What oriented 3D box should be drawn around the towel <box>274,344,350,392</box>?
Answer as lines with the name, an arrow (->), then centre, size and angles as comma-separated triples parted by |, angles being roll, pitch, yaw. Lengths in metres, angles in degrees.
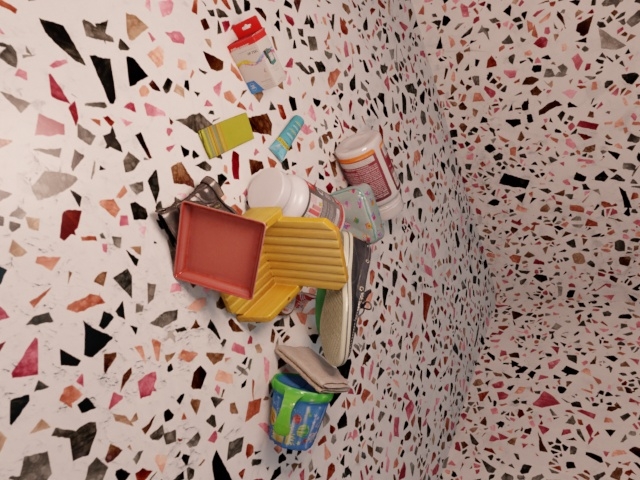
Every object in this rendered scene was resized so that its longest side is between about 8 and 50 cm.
towel -> -0.028, 0.475, 1.731 | 0.187, 0.282, 0.049 | 21, 97, -51

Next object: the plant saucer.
plant saucer -> -0.298, 0.026, 1.377 | 0.048, 0.258, 0.259 | -62, 166, -68

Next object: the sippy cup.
sippy cup -> -0.086, 0.630, 1.693 | 0.305, 0.240, 0.224 | 16, 85, -39

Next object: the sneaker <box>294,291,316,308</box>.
sneaker -> -0.064, 0.238, 1.820 | 0.042, 0.118, 0.067 | 22, 76, -39

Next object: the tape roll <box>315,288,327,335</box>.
tape roll -> 0.065, 0.255, 1.939 | 0.321, 0.077, 0.321 | 4, 90, -71

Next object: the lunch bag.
lunch bag -> 0.147, -0.097, 2.040 | 0.108, 0.224, 0.279 | -31, 106, -54

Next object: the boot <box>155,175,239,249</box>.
boot -> -0.383, -0.052, 1.462 | 0.229, 0.091, 0.263 | -51, 131, -31

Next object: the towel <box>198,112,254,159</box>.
towel -> -0.322, -0.367, 1.605 | 0.237, 0.021, 0.102 | -41, 125, -47

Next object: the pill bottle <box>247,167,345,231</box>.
pill bottle -> -0.086, -0.124, 1.738 | 0.363, 0.210, 0.210 | 26, 68, -50

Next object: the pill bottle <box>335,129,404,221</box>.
pill bottle -> 0.242, -0.296, 2.170 | 0.224, 0.224, 0.392 | -55, 129, -39

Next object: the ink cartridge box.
ink cartridge box -> -0.235, -0.655, 1.642 | 0.078, 0.134, 0.231 | -55, 128, -39

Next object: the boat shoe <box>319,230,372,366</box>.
boat shoe -> 0.107, 0.212, 1.711 | 0.156, 0.187, 0.500 | 16, 68, -26

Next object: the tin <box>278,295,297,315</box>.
tin -> -0.133, 0.199, 1.799 | 0.106, 0.040, 0.190 | 29, 65, -43

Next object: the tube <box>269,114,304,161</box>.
tube -> -0.132, -0.412, 1.838 | 0.080, 0.052, 0.207 | 44, 60, -29

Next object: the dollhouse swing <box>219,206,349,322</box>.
dollhouse swing -> -0.126, 0.103, 1.518 | 0.315, 0.305, 0.347 | -45, 136, -37
